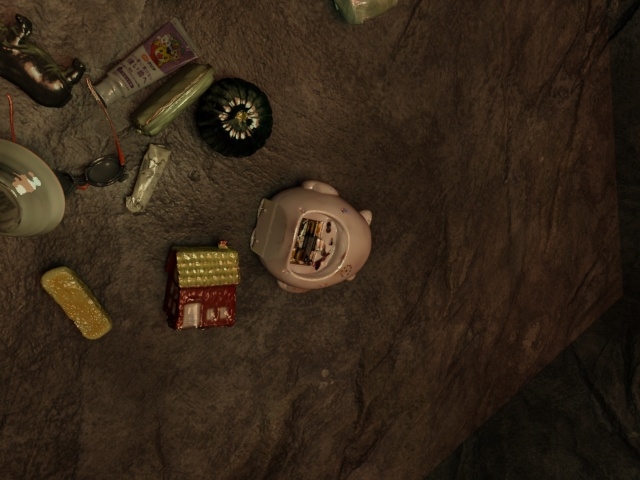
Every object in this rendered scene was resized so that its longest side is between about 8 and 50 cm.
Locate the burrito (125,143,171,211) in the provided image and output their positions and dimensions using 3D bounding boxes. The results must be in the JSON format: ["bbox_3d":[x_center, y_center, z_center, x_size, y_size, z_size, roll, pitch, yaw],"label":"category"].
[{"bbox_3d":[-0.477,-0.172,1.335,0.064,0.064,0.203,25,91,-34],"label":"burrito"}]

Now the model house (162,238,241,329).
[{"bbox_3d":[-0.355,0.119,1.445,0.196,0.160,0.254,2,102,-32],"label":"model house"}]

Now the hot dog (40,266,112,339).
[{"bbox_3d":[-0.662,0.166,1.321,0.084,0.073,0.243,-33,122,-14],"label":"hot dog"}]

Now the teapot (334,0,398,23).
[{"bbox_3d":[0.115,-0.764,1.445,0.178,0.163,0.222,-36,121,-9],"label":"teapot"}]

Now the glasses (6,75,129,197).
[{"bbox_3d":[-0.600,-0.227,1.149,0.234,0.118,0.268,-21,146,-22],"label":"glasses"}]

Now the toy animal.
[{"bbox_3d":[-0.715,-0.433,1.082,0.343,0.106,0.168,22,100,-28],"label":"toy animal"}]

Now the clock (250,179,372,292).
[{"bbox_3d":[0.000,0.000,1.563,0.376,0.250,0.369,10,100,-33],"label":"clock"}]

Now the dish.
[{"bbox_3d":[-0.735,-0.098,1.107,0.260,0.085,0.260,1,122,2],"label":"dish"}]

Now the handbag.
[{"bbox_3d":[-0.371,-0.360,1.243,0.256,0.219,0.079,-46,120,-9],"label":"handbag"}]

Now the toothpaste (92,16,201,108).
[{"bbox_3d":[-0.453,-0.455,1.258,0.299,0.073,0.114,-44,112,-19],"label":"toothpaste"}]

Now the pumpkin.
[{"bbox_3d":[-0.240,-0.343,1.363,0.220,0.162,0.221,-3,98,-23],"label":"pumpkin"}]
